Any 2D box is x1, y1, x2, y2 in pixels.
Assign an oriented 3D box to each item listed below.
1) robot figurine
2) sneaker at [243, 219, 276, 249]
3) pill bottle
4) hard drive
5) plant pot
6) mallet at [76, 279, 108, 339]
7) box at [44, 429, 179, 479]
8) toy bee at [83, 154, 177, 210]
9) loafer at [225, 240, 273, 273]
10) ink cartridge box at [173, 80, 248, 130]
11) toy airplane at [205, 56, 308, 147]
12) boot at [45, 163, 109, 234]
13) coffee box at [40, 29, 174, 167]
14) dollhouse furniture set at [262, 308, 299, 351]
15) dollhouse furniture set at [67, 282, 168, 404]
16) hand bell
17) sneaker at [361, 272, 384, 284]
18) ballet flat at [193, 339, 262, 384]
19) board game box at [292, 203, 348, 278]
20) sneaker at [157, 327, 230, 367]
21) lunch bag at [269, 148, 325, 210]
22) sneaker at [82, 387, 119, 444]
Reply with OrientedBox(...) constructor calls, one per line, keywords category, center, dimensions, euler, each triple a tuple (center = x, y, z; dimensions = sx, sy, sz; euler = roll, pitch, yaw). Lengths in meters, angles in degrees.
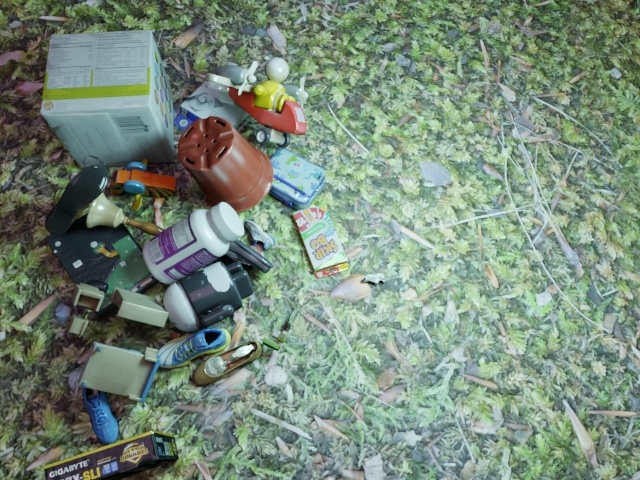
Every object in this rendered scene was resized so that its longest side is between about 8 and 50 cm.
OrientedBox(category="robot figurine", center=(-0.357, 0.177, 1.650), dimensions=(0.278, 0.209, 0.173), euler=(-26, 88, -16))
OrientedBox(category="sneaker", center=(-0.223, -0.018, 1.814), dimensions=(0.135, 0.052, 0.058), euler=(38, 72, 12))
OrientedBox(category="pill bottle", center=(-0.402, 0.004, 1.662), dimensions=(0.302, 0.169, 0.169), euler=(-29, 69, 13))
OrientedBox(category="hard drive", center=(-0.718, 0.062, 1.724), dimensions=(0.237, 0.064, 0.339), euler=(-36, 73, -19))
OrientedBox(category="plant pot", center=(-0.330, -0.266, 1.755), dimensions=(0.273, 0.265, 0.272), euler=(-5, 68, 14))
OrientedBox(category="mallet", center=(-0.725, 0.211, 1.606), dimensions=(0.063, 0.039, 0.189), euler=(18, 70, 1))
OrientedBox(category="box", center=(-0.530, 0.584, 1.366), dimensions=(0.257, 0.322, 0.079), euler=(-14, 69, -11))
OrientedBox(category="toy bee", center=(-0.667, -0.212, 1.823), dimensions=(0.298, 0.162, 0.195), euler=(33, 56, -17))
OrientedBox(category="loafer", center=(-0.300, 0.040, 1.765), dimensions=(0.303, 0.109, 0.095), euler=(33, 86, 16))
OrientedBox(category="ink cartridge box", center=(-0.424, -0.489, 2.008), dimensions=(0.223, 0.045, 0.224), euler=(31, 67, 9))
OrientedBox(category="toy airplane", center=(-0.216, -0.544, 1.866), dimensions=(0.385, 0.272, 0.386), euler=(26, 25, -19))
OrientedBox(category="boot", center=(-0.798, -0.136, 1.693), dimensions=(0.096, 0.280, 0.264), euler=(31, 83, -27))
OrientedBox(category="coffee box", center=(-0.721, -0.489, 1.818), dimensions=(0.339, 0.337, 0.334), euler=(-5, 67, -5))
OrientedBox(category="dollhouse furniture set", center=(-0.127, 0.278, 1.675), dimensions=(0.059, 0.076, 0.151), euler=(26, 67, 6))
OrientedBox(category="dollhouse furniture set", center=(-0.635, 0.305, 1.542), dimensions=(0.287, 0.198, 0.303), euler=(21, 86, -28))
OrientedBox(category="hand bell", center=(-0.628, -0.059, 1.714), dimensions=(0.242, 0.126, 0.126), euler=(21, 65, -10))
OrientedBox(category="sneaker", center=(0.183, 0.137, 1.791), dimensions=(0.083, 0.032, 0.036), euler=(-9, 67, -9))
OrientedBox(category="ballet flat", center=(-0.291, 0.372, 1.619), dimensions=(0.232, 0.073, 0.080), euler=(-27, 73, -16))
OrientedBox(category="board game box", center=(0.000, 0.000, 1.836), dimensions=(0.124, 0.039, 0.259), euler=(-17, 71, -12))
OrientedBox(category="sneaker", center=(-0.400, 0.319, 1.603), dimensions=(0.240, 0.126, 0.091), euler=(-20, 69, -14))
OrientedBox(category="lunch bag", center=(-0.102, -0.222, 1.896), dimensions=(0.219, 0.090, 0.176), euler=(33, 70, 10))
OrientedBox(category="sneaker", center=(-0.655, 0.499, 1.525), dimensions=(0.069, 0.082, 0.209), euler=(-21, 71, -16))
